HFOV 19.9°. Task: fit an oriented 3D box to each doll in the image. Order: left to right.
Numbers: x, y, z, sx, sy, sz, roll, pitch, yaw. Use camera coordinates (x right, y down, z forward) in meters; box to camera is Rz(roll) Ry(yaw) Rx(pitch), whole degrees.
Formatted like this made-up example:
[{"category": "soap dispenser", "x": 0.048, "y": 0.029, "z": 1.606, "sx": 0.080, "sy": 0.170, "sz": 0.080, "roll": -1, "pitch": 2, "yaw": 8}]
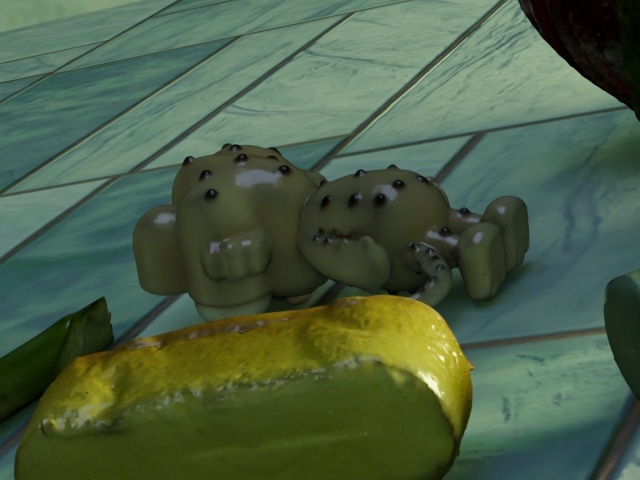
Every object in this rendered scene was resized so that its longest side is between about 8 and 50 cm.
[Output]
[{"category": "doll", "x": 0.002, "y": -0.001, "z": 1.255, "sx": 0.278, "sy": 0.119, "sz": 0.154, "roll": 8, "pitch": 28, "yaw": 35}]

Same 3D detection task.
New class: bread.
[{"category": "bread", "x": -0.039, "y": 0.098, "z": 0.961, "sx": 0.246, "sy": 0.102, "sz": 0.094, "roll": -13, "pitch": 23, "yaw": 15}]

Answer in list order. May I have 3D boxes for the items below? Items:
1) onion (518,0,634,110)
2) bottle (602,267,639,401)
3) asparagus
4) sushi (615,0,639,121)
[{"category": "onion", "x": 0.329, "y": -0.213, "z": 1.363, "sx": 0.337, "sy": 0.281, "sz": 0.260, "roll": -6, "pitch": 15, "yaw": -17}, {"category": "bottle", "x": 0.290, "y": 0.010, "z": 0.957, "sx": 0.286, "sy": 0.082, "sz": 0.082, "roll": -20, "pitch": 16, "yaw": -12}, {"category": "asparagus", "x": -0.192, "y": 0.085, "z": 1.257, "sx": 0.178, "sy": 0.041, "sz": 0.045, "roll": -35, "pitch": -20, "yaw": -50}, {"category": "sushi", "x": 0.366, "y": -0.178, "z": 1.147, "sx": 0.352, "sy": 0.294, "sz": 0.178, "roll": -20, "pitch": 12, "yaw": -8}]
